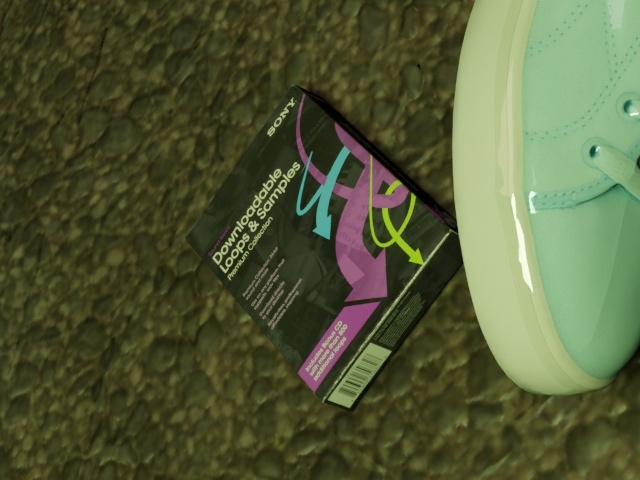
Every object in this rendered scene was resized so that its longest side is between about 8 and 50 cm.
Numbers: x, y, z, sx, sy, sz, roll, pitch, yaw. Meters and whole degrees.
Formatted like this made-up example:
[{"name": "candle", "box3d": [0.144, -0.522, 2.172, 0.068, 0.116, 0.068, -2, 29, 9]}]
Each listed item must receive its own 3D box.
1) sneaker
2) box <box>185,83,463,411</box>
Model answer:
[{"name": "sneaker", "box3d": [0.165, -0.107, 0.691, 0.150, 0.135, 0.366, 3, 76, 45]}, {"name": "box", "box3d": [0.000, 0.000, 0.867, 0.116, 0.029, 0.162, -54, 46, 11]}]
